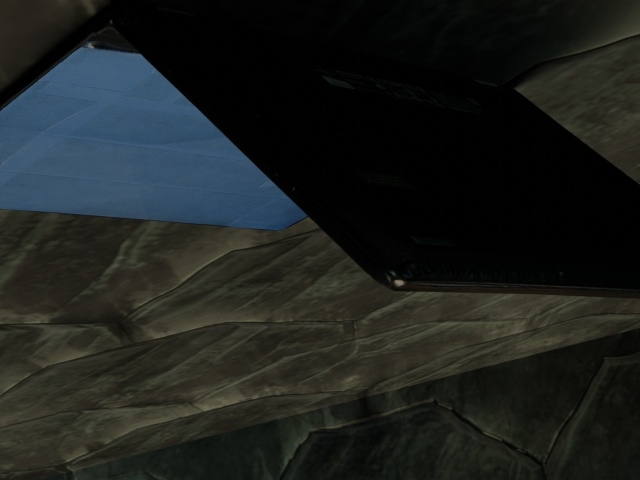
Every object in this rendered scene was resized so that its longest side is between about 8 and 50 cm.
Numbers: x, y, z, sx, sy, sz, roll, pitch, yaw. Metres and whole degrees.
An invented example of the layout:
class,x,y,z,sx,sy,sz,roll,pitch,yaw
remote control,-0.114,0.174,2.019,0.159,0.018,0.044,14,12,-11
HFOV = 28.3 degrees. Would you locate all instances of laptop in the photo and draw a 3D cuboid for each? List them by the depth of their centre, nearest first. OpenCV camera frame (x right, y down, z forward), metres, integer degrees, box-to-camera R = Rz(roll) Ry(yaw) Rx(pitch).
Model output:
class,x,y,z,sx,sy,sz,roll,pitch,yaw
laptop,0.000,0.000,0.842,0.382,0.408,0.236,3,122,-46
